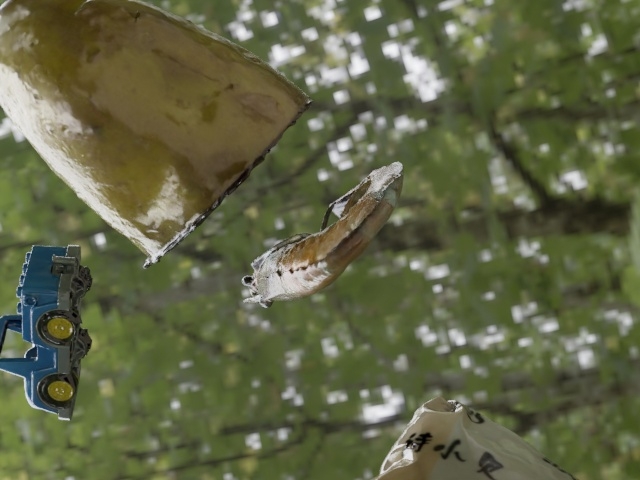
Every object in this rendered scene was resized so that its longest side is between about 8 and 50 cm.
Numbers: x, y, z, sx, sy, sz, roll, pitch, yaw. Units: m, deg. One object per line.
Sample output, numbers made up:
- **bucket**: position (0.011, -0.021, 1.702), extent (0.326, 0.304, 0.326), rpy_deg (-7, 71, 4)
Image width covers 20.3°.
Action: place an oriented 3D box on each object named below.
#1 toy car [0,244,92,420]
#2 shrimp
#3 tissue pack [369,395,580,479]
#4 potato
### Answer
- **toy car**: position (-0.295, 0.094, 1.886), extent (0.097, 0.100, 0.191), rpy_deg (-88, 2, -56)
- **shrimp**: position (0.002, 0.001, 1.565), extent (0.052, 0.251, 0.143), rpy_deg (46, -121, -13)
- **tissue pack**: position (0.140, 0.333, 1.289), extent (0.375, 0.195, 0.390), rpy_deg (31, -129, 11)
- **potato**: position (-0.178, -0.132, 1.609), extent (0.266, 0.229, 0.229), rpy_deg (39, -135, -10)
